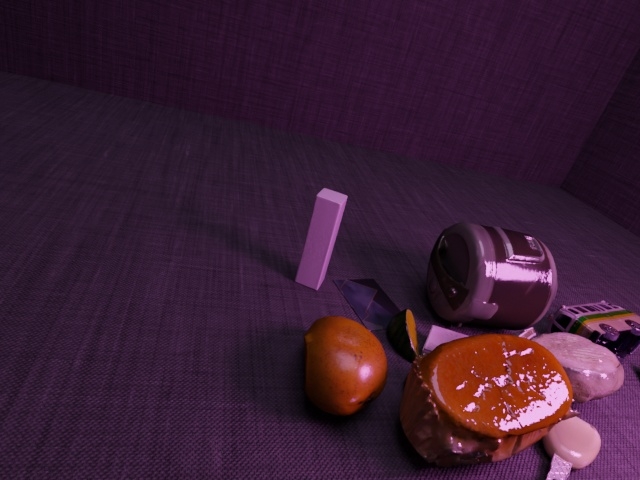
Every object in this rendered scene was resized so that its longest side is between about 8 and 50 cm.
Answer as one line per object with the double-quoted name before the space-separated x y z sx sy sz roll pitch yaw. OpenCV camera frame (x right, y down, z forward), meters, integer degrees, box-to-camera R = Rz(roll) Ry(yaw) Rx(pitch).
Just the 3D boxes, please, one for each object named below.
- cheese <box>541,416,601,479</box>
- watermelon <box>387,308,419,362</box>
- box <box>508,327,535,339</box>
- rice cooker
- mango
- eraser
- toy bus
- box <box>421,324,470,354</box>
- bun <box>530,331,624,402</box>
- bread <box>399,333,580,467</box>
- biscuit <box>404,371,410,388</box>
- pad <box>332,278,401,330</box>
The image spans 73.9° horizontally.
"cheese" 0.545 0.477 0.951 0.127 0.054 0.252 29 30 28
"watermelon" 0.240 0.243 1.183 0.092 0.075 0.181 22 28 1
"box" 0.521 0.299 1.211 0.199 0.109 0.029 -12 72 -42
"rice cooker" 0.507 0.104 1.327 0.326 0.334 0.335 10 28 -12
"mango" 0.050 0.267 0.969 0.191 0.159 0.290 4 20 -10
"eraser" -0.001 0.000 1.264 0.078 0.297 0.076 20 28 10
"toy bus" 0.902 0.294 1.389 0.306 0.143 0.179 -1 30 -27
"box" 0.351 0.297 1.152 0.130 0.051 0.129 15 25 21
"bun" 0.675 0.351 1.151 0.240 0.141 0.239 -4 14 1
"bread" 0.351 0.324 0.909 0.389 0.183 0.236 -5 36 -28
"biscuit" 0.309 0.385 1.005 0.236 0.039 0.180 29 34 22
"pad" 0.157 0.191 1.317 0.164 0.004 0.243 0 32 -28
